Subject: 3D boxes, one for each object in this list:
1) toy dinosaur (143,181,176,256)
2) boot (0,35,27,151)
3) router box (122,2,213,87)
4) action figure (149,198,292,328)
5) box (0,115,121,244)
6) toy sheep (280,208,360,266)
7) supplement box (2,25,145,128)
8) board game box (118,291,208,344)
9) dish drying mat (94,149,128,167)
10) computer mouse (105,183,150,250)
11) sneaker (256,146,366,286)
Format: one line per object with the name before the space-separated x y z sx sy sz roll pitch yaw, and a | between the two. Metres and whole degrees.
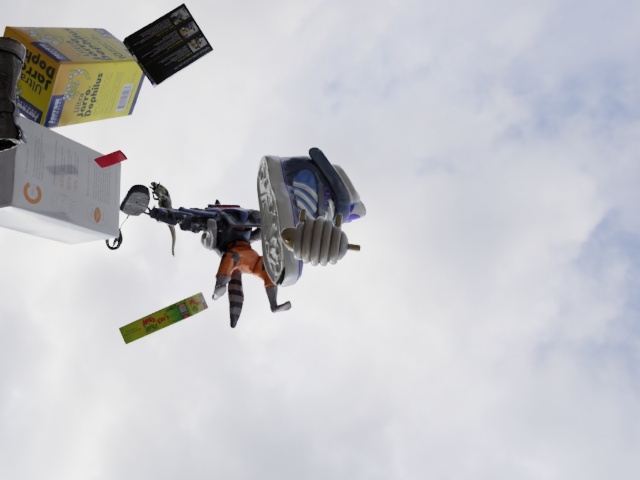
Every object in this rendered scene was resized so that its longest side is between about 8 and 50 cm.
toy dinosaur | -0.456 -0.091 1.781 0.064 0.118 0.268 -22 -122 5
boot | -0.663 -0.257 1.145 0.262 0.091 0.229 -5 -108 8
router box | -0.377 -0.485 1.547 0.179 0.133 0.046 -38 -163 -17
action figure | -0.244 0.027 1.478 0.179 0.341 0.330 -61 -144 34
box | -0.668 -0.132 1.518 0.168 0.345 0.215 -8 -105 21
toy sheep | 0.000 0.000 1.002 0.132 0.091 0.091 6 -112 7
supplement box | -0.676 -0.455 1.711 0.194 0.356 0.195 34 -63 10
board game box | -0.358 0.177 1.424 0.181 0.092 0.043 -24 -90 14
dish drying mat | -0.508 -0.198 1.507 0.083 0.032 0.008 -14 -140 24
computer mouse | -0.561 -0.069 1.794 0.242 0.071 0.041 -52 -140 23
sneaker | 0.002 -0.045 1.275 0.130 0.236 0.323 119 -32 -46
